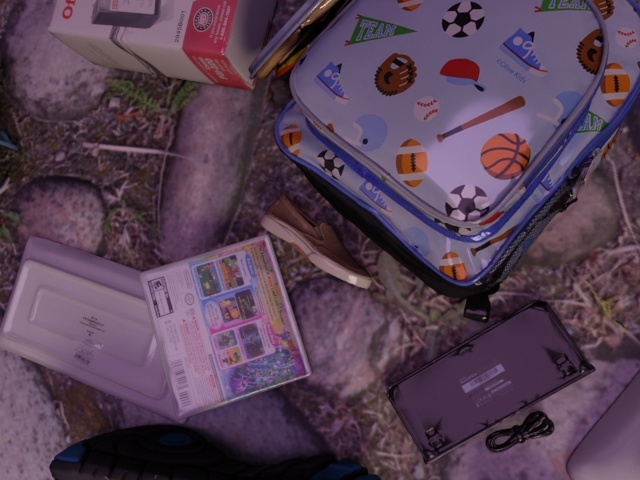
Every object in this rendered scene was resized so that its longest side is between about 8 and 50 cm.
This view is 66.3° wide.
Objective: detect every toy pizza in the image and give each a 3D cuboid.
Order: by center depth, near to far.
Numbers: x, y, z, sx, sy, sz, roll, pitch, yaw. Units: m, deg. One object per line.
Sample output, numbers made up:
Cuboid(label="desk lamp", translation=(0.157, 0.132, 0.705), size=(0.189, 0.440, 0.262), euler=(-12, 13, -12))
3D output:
Cuboid(label="toy pizza", translation=(0.011, -0.217, 0.459), size=(0.201, 0.201, 0.032), euler=(-44, 106, 5))

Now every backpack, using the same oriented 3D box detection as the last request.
Cuboid(label="backpack", translation=(0.118, -0.117, 0.416), size=(0.276, 0.213, 0.263), euler=(41, 86, 14))

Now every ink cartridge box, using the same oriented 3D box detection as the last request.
Cuboid(label="ink cartridge box", translation=(-0.169, -0.272, 0.545), size=(0.218, 0.092, 0.158), euler=(13, 87, 15))

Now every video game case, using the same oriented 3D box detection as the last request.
Cuboid(label="video game case", translation=(-0.100, 0.087, 0.514), size=(0.143, 0.019, 0.157), euler=(-17, 81, -6))

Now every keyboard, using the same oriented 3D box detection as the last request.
Cuboid(label="keyboard", translation=(0.165, 0.146, 0.468), size=(0.180, 0.023, 0.108), euler=(-33, 72, 8))

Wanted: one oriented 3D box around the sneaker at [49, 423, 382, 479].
Cuboid(label="sneaker", translation=(-0.110, 0.271, 0.463), size=(0.341, 0.125, 0.139), euler=(7, 91, 15))

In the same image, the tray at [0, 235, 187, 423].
Cuboid(label="tray", translation=(-0.255, 0.097, 0.559), size=(0.270, 0.030, 0.145), euler=(17, 89, 13))

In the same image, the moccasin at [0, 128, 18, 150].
Cuboid(label="moccasin", translation=(-0.434, -0.089, 0.580), size=(0.117, 0.138, 0.342), euler=(12, 101, 9))

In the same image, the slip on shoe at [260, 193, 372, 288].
Cuboid(label="slip on shoe", translation=(0.000, 0.000, 0.504), size=(0.135, 0.051, 0.041), euler=(34, 95, 21))

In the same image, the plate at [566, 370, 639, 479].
Cuboid(label="plate", translation=(0.389, 0.172, 0.365), size=(0.277, 0.045, 0.278), euler=(37, 95, 29))
